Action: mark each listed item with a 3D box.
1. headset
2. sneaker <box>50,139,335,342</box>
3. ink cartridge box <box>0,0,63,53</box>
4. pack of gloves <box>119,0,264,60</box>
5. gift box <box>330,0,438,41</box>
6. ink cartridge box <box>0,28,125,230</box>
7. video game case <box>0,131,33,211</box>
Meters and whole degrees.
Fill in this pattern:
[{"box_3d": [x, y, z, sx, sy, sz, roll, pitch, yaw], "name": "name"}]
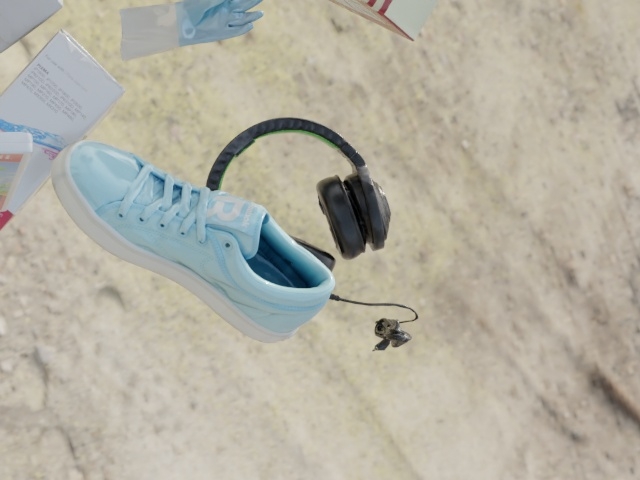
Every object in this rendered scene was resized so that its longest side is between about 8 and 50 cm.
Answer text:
[{"box_3d": [0.000, 0.000, 1.792, 0.394, 0.243, 0.185, 50, -2, -4], "name": "headset"}, {"box_3d": [-0.136, -0.024, 1.432, 0.366, 0.150, 0.135, 33, 45, -21], "name": "sneaker"}, {"box_3d": [-0.449, -0.372, 1.711, 0.128, 0.127, 0.176, 50, 13, -32], "name": "ink cartridge box"}, {"box_3d": [-0.192, -0.374, 1.725, 0.046, 0.232, 0.195, 28, 55, -70], "name": "pack of gloves"}, {"box_3d": [0.071, -0.413, 1.440, 0.258, 0.276, 0.255, -59, 146, 3], "name": "gift box"}, {"box_3d": [-0.431, -0.140, 1.744, 0.131, 0.226, 0.306, 44, 83, -11], "name": "ink cartridge box"}, {"box_3d": [-0.435, -0.070, 1.328, 0.204, 0.285, 0.025, -1, 79, -20], "name": "video game case"}]
